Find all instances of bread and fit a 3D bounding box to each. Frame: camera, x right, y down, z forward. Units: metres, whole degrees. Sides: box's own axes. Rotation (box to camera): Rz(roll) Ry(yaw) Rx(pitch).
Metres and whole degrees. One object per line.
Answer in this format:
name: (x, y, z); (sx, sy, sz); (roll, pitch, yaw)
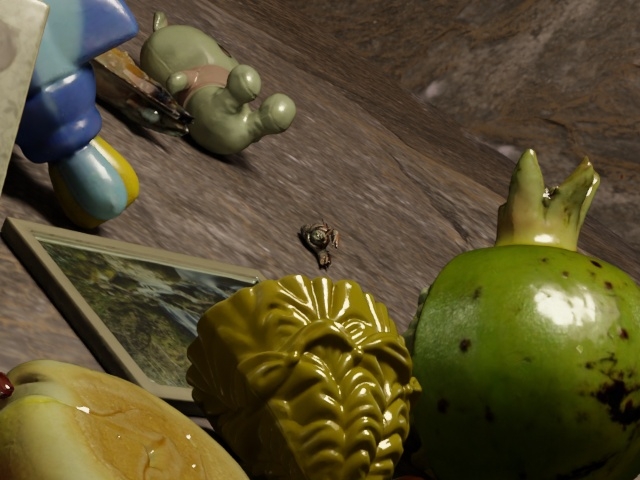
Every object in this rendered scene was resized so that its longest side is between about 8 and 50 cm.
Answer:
bread: (-0.115, 0.161, 0.890); (0.213, 0.104, 0.213); (32, 12, -8)

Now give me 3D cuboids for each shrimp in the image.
shrimp: (0.002, -0.002, 1.748); (0.029, 0.038, 0.092); (23, 18, -30)
shrimp: (-0.255, -0.209, 1.822); (0.317, 0.062, 0.164); (37, 13, 21)

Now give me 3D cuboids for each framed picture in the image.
framed picture: (-0.099, 0.078, 1.338); (0.324, 0.020, 0.240); (16, 24, -49)

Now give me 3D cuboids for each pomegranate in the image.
pomegranate: (0.193, 0.090, 1.374); (0.260, 0.340, 0.260); (8, -8, 1)

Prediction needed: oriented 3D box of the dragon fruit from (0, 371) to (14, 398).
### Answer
dragon fruit: (-0.233, 0.104, 0.718); (0.126, 0.161, 0.274); (29, 18, -26)

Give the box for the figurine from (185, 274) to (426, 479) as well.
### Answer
figurine: (0.026, 0.189, 1.069); (0.315, 0.168, 0.187); (-114, -174, -46)

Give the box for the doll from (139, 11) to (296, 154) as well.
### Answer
doll: (-0.148, -0.190, 1.905); (0.155, 0.113, 0.275); (32, 6, -43)

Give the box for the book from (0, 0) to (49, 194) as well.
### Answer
book: (-0.290, -0.050, 0.923); (0.217, 0.310, 0.021); (24, -25, -32)

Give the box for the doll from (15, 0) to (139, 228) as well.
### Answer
doll: (-0.278, -0.201, 1.416); (0.376, 0.187, 0.365); (37, 13, -44)
